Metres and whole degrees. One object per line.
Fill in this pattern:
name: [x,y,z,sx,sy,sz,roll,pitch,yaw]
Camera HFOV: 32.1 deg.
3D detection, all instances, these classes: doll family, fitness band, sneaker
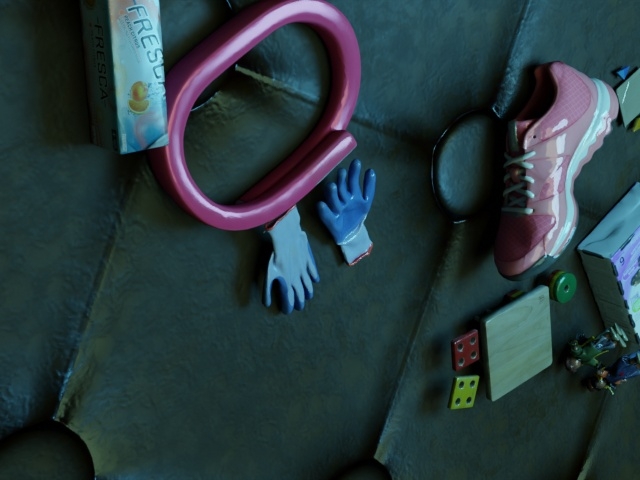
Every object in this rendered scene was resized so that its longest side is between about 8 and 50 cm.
doll family: [0.439,0.191,1.730,0.111,0.076,0.193,-37,125,20]
fitness band: [-0.063,-0.143,1.229,0.291,0.054,0.209,-44,125,-23]
sneaker: [0.287,-0.101,1.518,0.136,0.116,0.314,29,78,-32]

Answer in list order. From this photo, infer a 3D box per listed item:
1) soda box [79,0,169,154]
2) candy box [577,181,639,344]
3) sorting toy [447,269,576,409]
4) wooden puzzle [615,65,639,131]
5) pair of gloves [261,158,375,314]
soda box: [-0.193,-0.181,1.092,0.058,0.063,0.183,-17,114,-36]
candy box: [0.501,0.037,1.752,0.165,0.070,0.196,-44,128,-21]
sorting toy: [0.265,0.146,1.603,0.274,0.046,0.132,-26,120,-33]
wooden puzzle: [0.469,-0.216,1.682,0.078,0.014,0.116,-37,125,-31]
pair of gloves: [0.000,0.000,1.322,0.198,0.023,0.159,-40,140,-26]
